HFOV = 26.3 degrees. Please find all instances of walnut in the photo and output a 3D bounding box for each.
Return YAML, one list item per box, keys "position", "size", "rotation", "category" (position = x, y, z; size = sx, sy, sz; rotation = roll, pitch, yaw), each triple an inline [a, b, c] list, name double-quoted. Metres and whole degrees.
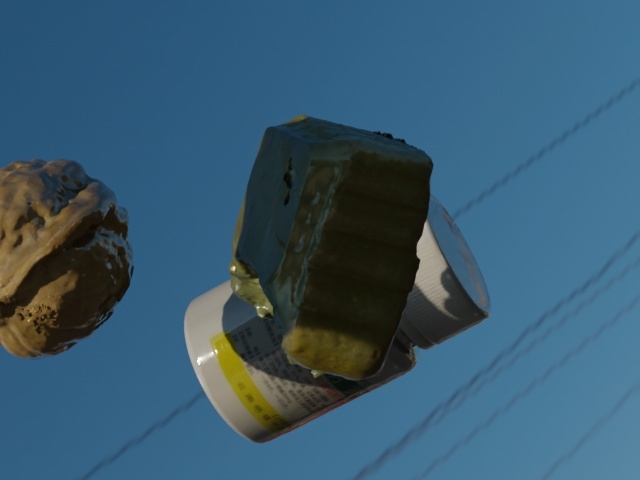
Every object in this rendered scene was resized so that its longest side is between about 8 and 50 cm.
- position: [-0.289, 0.018, 1.404]
  size: [0.245, 0.198, 0.198]
  rotation: [-64, 0, -66]
  category: "walnut"

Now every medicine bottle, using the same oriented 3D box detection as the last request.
- position: [0.023, 0.092, 1.691]
  size: [0.340, 0.208, 0.208]
  rotation: [-28, -26, 16]
  category: "medicine bottle"

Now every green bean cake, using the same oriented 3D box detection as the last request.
- position: [0.000, 0.000, 1.320]
  size: [0.124, 0.236, 0.232]
  rotation: [13, -83, -19]
  category: "green bean cake"
